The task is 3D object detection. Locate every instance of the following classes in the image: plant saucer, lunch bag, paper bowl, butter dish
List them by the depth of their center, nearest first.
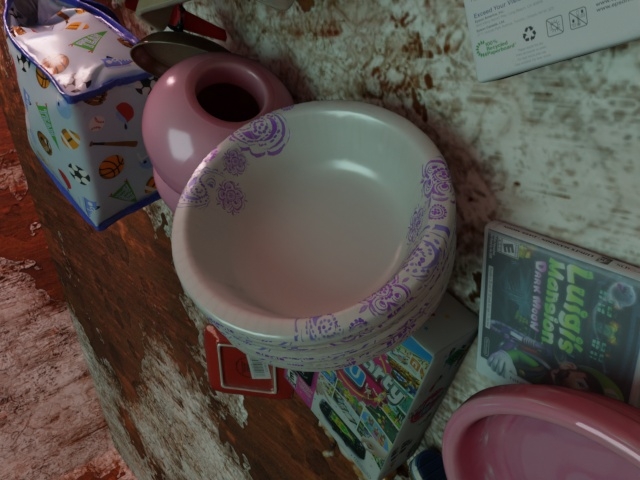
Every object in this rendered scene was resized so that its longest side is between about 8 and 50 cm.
[{"bbox_3d":[0.270,0.268,0.551,0.332,0.084,0.332,36,143,33],"label":"plant saucer"},{"bbox_3d":[0.000,0.000,0.624,0.284,0.284,0.148,44,168,31],"label":"paper bowl"},{"bbox_3d":[-0.189,-0.262,0.854,0.168,0.169,0.029,-2,77,55],"label":"plant saucer"},{"bbox_3d":[-0.117,0.195,1.061,0.160,0.118,0.160,5,119,9],"label":"butter dish"},{"bbox_3d":[-0.470,-0.275,1.157,0.385,0.239,0.327,39,140,25],"label":"lunch bag"}]

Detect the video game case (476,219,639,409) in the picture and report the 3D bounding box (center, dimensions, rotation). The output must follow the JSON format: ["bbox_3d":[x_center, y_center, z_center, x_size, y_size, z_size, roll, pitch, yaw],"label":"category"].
[{"bbox_3d":[0.233,0.091,0.576,0.173,0.022,0.190,26,129,45],"label":"video game case"}]

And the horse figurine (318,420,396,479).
[{"bbox_3d":[0.054,0.343,0.947,0.263,0.066,0.174,48,149,30],"label":"horse figurine"}]

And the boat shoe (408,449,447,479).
[{"bbox_3d":[0.182,0.377,0.794,0.183,0.066,0.066,61,153,27],"label":"boat shoe"}]

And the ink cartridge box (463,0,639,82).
[{"bbox_3d":[0.188,-0.246,0.408,0.223,0.045,0.223,1,108,54],"label":"ink cartridge box"}]

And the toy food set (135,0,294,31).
[{"bbox_3d":[-0.100,-0.355,0.666,0.306,0.093,0.219,18,91,51],"label":"toy food set"}]

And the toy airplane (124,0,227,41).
[{"bbox_3d":[-0.204,-0.339,0.851,0.151,0.151,0.028,51,130,23],"label":"toy airplane"}]

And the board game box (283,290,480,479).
[{"bbox_3d":[0.062,0.152,0.790,0.224,0.098,0.303,43,139,31],"label":"board game box"}]

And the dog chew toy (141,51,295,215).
[{"bbox_3d":[-0.150,-0.111,0.844,0.206,0.207,0.332,58,154,13],"label":"dog chew toy"}]
